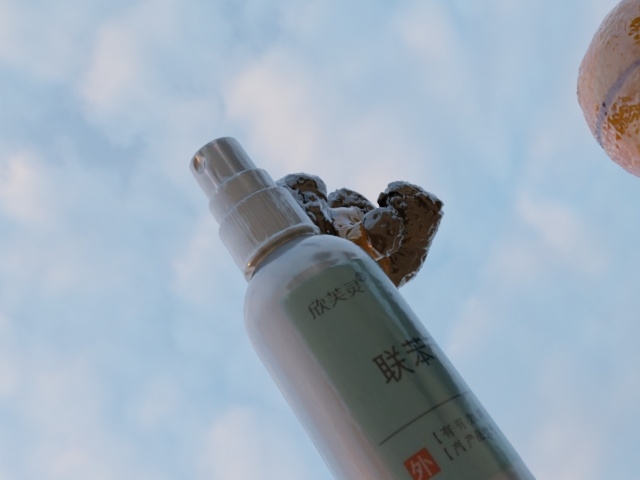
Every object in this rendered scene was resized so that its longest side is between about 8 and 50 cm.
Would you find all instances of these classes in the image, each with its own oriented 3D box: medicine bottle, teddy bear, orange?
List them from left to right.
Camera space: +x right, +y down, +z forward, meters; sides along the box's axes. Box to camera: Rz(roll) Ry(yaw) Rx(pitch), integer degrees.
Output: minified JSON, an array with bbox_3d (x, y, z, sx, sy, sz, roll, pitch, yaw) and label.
[{"bbox_3d":[0.000,0.000,0.741,0.190,0.177,0.140,17,-96,-32],"label":"teddy bear"},{"bbox_3d":[0.009,0.064,0.570,0.110,0.351,0.110,-29,-24,-14],"label":"medicine bottle"},{"bbox_3d":[0.315,-0.142,0.669,0.193,0.193,0.161,-52,-45,1],"label":"orange"}]
